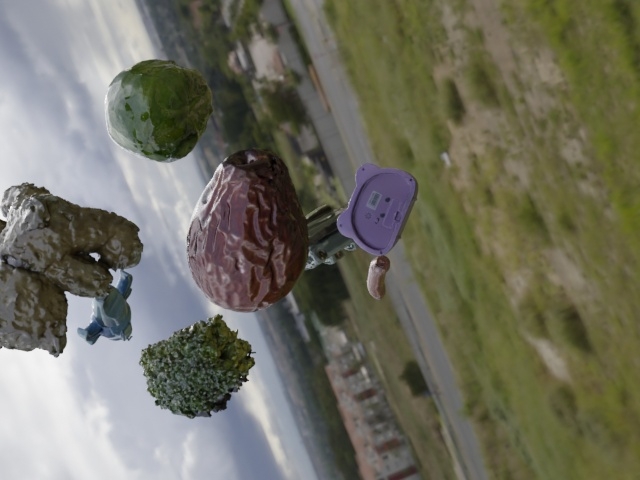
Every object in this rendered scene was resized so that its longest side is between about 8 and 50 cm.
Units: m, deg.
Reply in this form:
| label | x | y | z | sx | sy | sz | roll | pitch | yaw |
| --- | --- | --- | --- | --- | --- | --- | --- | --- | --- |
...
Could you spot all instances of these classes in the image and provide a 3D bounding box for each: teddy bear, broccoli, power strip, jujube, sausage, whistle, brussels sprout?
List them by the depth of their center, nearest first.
| label | x | y | z | sx | sy | sz | roll | pitch | yaw |
| --- | --- | --- | --- | --- | --- | --- | --- | --- | --- |
| jujube | -0.093 | -0.016 | 1.272 | 0.168 | 0.168 | 0.236 | -117 | 24 | -44 |
| teddy bear | -0.433 | 0.050 | 1.502 | 0.156 | 0.267 | 0.256 | 23 | -95 | -72 |
| power strip | 0.000 | 0.001 | 1.834 | 0.251 | 0.257 | 0.092 | -4 | 115 | 62 |
| sausage | 0.120 | 0.076 | 2.035 | 0.186 | 0.043 | 0.043 | 91 | 157 | -67 |
| brussels sprout | -0.336 | -0.281 | 2.089 | 0.210 | 0.271 | 0.219 | 14 | 122 | 29 |
| broccoli | -0.279 | 0.240 | 2.135 | 0.273 | 0.242 | 0.180 | -92 | -18 | -50 |
| whistle | -0.481 | 0.165 | 2.225 | 0.093 | 0.180 | 0.269 | 29 | 154 | 10 |

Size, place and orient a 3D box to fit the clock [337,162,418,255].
| label | x | y | z | sx | sy | sz | roll | pitch | yaw |
| --- | --- | --- | --- | --- | --- | --- | --- | --- | --- |
| clock | 0.101 | -0.058 | 1.687 | 0.110 | 0.153 | 0.050 | 24 | -169 | 13 |
